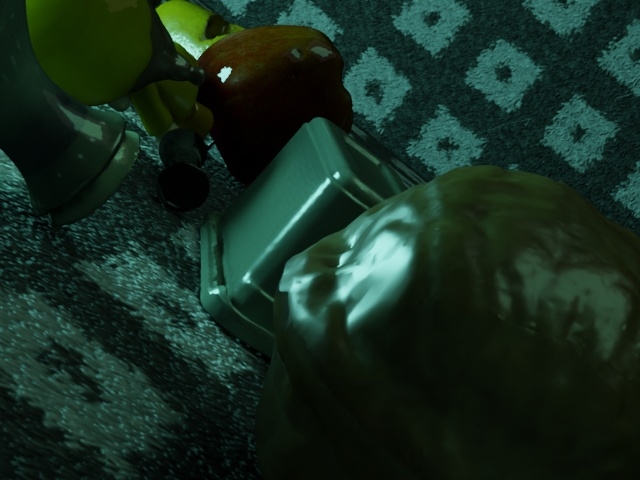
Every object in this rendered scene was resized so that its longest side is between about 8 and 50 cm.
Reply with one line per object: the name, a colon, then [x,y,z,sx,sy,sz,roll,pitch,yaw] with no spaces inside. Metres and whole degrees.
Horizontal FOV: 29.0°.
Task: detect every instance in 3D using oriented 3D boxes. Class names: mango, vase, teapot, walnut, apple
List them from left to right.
teapot: [-0.266,-0.128,0.987,0.251,0.183,0.183,46,5,-32]
vase: [-0.156,-0.082,1.406,0.059,0.059,0.167,35,11,-15]
mango: [-0.176,-0.270,1.897,0.262,0.167,0.130,39,-4,24]
apple: [-0.067,-0.184,1.706,0.234,0.234,0.234,37,11,-8]
walnut: [0.097,0.109,0.808,0.306,0.306,0.344,38,18,0]

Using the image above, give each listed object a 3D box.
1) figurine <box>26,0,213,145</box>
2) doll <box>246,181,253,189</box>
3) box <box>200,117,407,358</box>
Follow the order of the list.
figurine: [-0.242,-0.230,1.471,0.215,0.187,0.343,57,11,24]
doll: [-0.004,-0.009,1.546,0.217,0.085,0.183,45,10,-14]
box: [0.000,0.000,1.245,0.175,0.182,0.312,35,12,-16]
